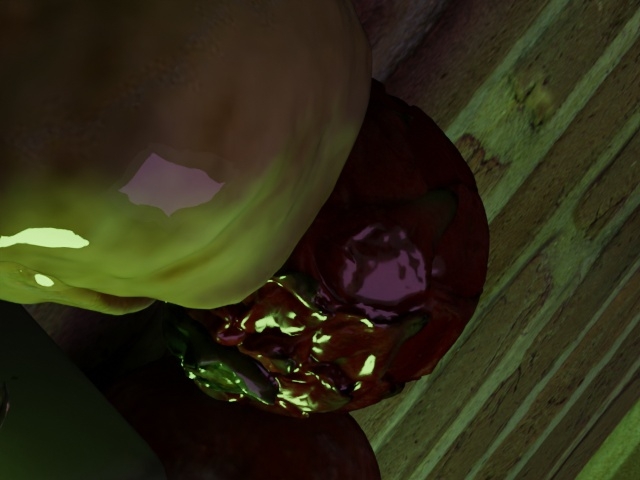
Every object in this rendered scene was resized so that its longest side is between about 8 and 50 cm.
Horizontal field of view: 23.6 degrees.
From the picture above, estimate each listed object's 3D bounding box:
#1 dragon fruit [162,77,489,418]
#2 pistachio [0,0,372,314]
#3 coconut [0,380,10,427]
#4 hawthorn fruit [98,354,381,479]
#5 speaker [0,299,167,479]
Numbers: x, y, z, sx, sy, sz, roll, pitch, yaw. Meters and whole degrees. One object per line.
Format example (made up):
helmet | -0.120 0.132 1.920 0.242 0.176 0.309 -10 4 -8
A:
dragon fruit | 0.000 0.000 1.081 0.244 0.244 0.299 -61 169 19
pistachio | -0.100 -0.076 0.825 0.321 0.229 0.238 -33 117 -51
coconut | -0.291 0.085 0.616 0.323 0.323 0.323 -39 153 -25
hawthorn fruit | -0.090 0.218 1.170 0.284 0.284 0.284 -39 153 -25
speaker | -0.271 0.249 1.004 0.183 0.184 0.406 -6 129 -58
